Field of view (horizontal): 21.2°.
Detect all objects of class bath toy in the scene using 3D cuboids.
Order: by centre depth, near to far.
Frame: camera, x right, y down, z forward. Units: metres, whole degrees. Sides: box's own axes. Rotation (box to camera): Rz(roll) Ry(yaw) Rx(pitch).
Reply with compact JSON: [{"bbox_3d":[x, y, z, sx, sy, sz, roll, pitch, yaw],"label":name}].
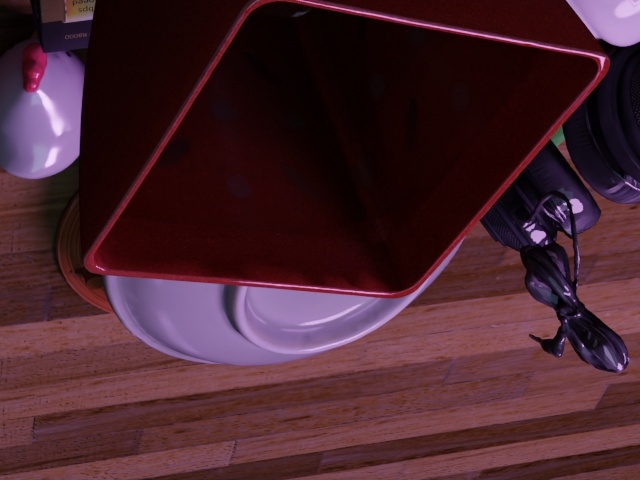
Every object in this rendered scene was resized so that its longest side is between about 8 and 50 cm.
[{"bbox_3d":[-0.100,-0.118,1.375,0.348,0.151,0.129,3,151,-5],"label":"bath toy"}]

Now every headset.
[{"bbox_3d":[0.237,-0.049,1.455,0.243,0.394,0.185,-31,103,31],"label":"headset"}]

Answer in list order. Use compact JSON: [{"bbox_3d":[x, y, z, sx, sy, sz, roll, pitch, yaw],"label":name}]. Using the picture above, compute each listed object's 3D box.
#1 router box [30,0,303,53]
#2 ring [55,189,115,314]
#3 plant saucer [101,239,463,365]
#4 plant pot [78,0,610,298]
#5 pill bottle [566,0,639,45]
[{"bbox_3d":[-0.064,-0.264,1.243,0.309,0.081,0.243,-11,147,-12],"label":"router box"},{"bbox_3d":[-0.088,-0.010,1.658,0.337,0.032,0.336,-13,146,-9],"label":"ring"},{"bbox_3d":[0.000,0.000,1.581,0.401,0.100,0.400,-19,142,-15],"label":"plant saucer"},{"bbox_3d":[-0.014,-0.139,1.158,0.267,0.235,0.267,6,140,-32],"label":"plant pot"},{"bbox_3d":[0.262,-0.254,1.348,0.283,0.160,0.160,-29,146,18],"label":"pill bottle"}]
